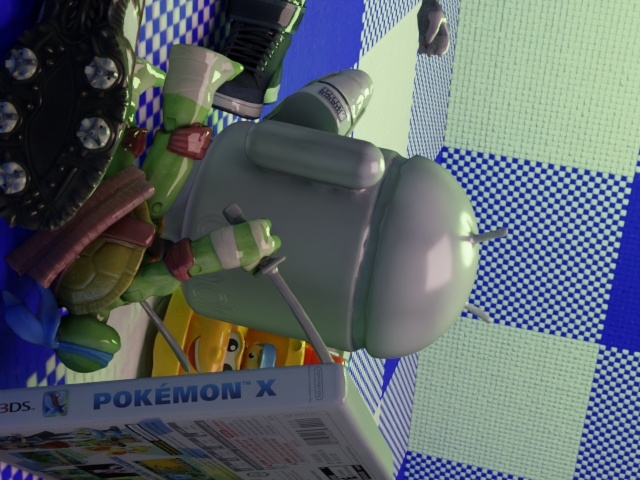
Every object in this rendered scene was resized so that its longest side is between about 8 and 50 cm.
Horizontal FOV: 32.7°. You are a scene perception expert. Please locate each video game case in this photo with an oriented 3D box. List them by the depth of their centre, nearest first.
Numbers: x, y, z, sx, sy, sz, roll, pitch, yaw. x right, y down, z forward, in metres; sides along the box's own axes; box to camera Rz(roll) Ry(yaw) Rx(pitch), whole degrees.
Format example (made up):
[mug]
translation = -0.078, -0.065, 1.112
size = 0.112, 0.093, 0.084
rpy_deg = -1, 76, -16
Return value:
[video game case]
translation = -0.103, 0.169, 0.913
size = 0.329, 0.300, 0.036
rpy_deg = 66, 20, -67

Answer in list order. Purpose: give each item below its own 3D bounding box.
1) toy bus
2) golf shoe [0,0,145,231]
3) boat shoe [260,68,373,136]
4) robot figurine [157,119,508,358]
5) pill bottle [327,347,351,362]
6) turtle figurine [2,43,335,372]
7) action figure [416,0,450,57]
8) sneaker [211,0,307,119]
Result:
[toy bus]
translation = -0.065, 0.141, 1.224
size = 0.220, 0.211, 0.149
rpy_deg = 36, 67, -73
[golf shoe]
translation = -0.173, -0.137, 0.814
size = 0.120, 0.105, 0.272
rpy_deg = 33, 69, -83
[boat shoe]
translation = -0.022, -0.111, 1.203
size = 0.084, 0.095, 0.258
rpy_deg = -39, -172, -33
[robot figurine]
translation = 0.000, 0.000, 1.063
size = 0.300, 0.353, 0.199
rpy_deg = 83, 22, -56
[pill bottle]
translation = -0.049, 0.175, 1.410
size = 0.161, 0.161, 0.283
rpy_deg = 47, 54, -73
[turtle figurine]
translation = -0.123, -0.014, 0.921
size = 0.198, 0.275, 0.266
rpy_deg = 170, -70, -68
[action figure]
translation = 0.060, -0.352, 1.009
size = 0.248, 0.370, 0.275
rpy_deg = 85, 20, -49
[sneaker]
translation = -0.073, -0.217, 1.141
size = 0.226, 0.086, 0.163
rpy_deg = -67, 175, -73
